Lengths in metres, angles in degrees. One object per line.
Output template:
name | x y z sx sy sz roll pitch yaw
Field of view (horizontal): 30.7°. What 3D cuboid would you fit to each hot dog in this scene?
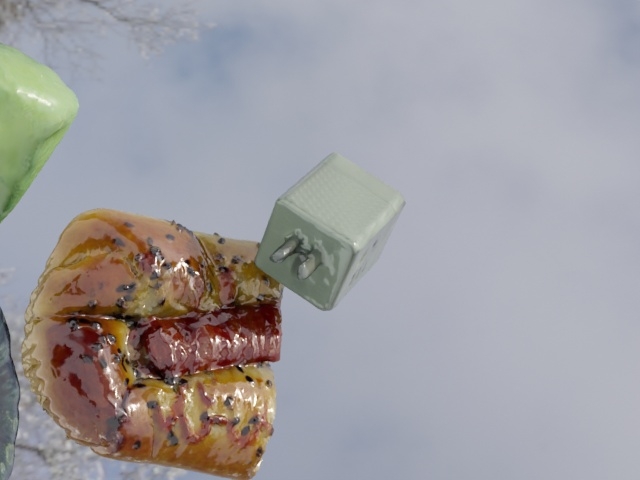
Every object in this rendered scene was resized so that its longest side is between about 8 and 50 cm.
hot dog | -0.232 0.135 1.647 0.196 0.365 0.367 -28 -127 55

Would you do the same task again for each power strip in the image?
power strip | 0.000 0.000 1.649 0.139 0.224 0.140 34 -48 11

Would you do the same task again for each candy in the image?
candy | -0.413 -0.057 1.283 0.142 0.132 0.343 38 -76 -15

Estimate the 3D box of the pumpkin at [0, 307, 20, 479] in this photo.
pumpkin | -0.284 0.100 0.705 0.163 0.233 0.233 -4 -86 14
